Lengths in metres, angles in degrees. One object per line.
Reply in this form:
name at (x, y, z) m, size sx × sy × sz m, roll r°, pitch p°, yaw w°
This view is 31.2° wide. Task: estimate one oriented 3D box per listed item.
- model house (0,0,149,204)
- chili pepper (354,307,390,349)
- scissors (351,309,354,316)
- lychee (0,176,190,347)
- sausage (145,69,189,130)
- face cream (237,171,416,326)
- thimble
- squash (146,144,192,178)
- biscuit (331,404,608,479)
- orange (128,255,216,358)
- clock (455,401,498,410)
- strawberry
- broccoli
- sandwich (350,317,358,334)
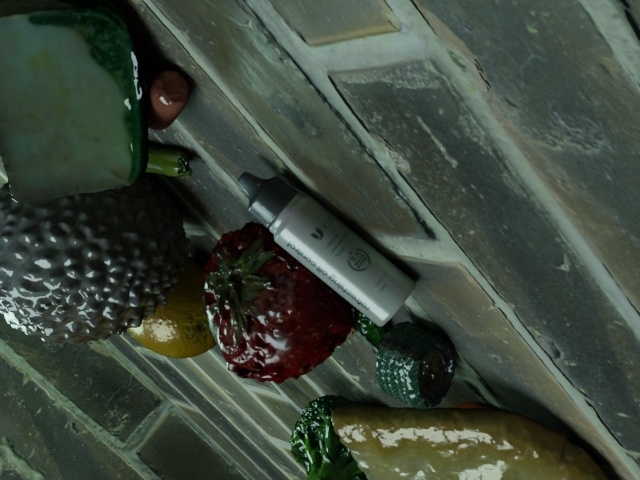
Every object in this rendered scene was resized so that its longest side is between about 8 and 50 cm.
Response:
model house at (-0.409, -0.255, 1.749) m, size 0.284 × 0.243 × 0.298 m, roll -123°, pitch 25°, yaw -55°
chili pepper at (0.116, 0.170, 1.962) m, size 0.182 × 0.050 × 0.073 m, roll 43°, pitch 154°, yaw -18°
scissors at (-0.044, 0.069, 2.053) m, size 0.256 × 0.030 × 0.125 m, roll 34°, pitch 157°, yaw 19°
lychee at (-0.449, 0.021, 2.166) m, size 0.432 × 0.380 × 0.380 m, roll 7°, pitch 146°, yaw 27°
sausage at (-0.238, -0.211, 1.738) m, size 0.062 × 0.062 × 0.154 m, roll 42°, pitch 160°, yaw -7°
face cream at (0.000, 0.000, 1.736) m, size 0.311 × 0.092 × 0.092 m, roll 40°, pitch 161°, yaw 1°
thimble at (0.156, 0.204, 1.864) m, size 0.090 × 0.118 × 0.135 m, roll 17°, pitch 136°, yaw 37°
squash at (-0.272, -0.138, 1.981) m, size 0.183 × 0.052 × 0.052 m, roll 11°, pitch 146°, yaw 51°
biscuit at (0.288, 0.437, 1.959) m, size 0.446 × 0.104 × 0.429 m, roll -5°, pitch 129°, yaw 34°
orange at (-0.297, 0.137, 2.384) m, size 0.236 × 0.236 × 0.236 m, roll 34°, pitch 160°, yaw 14°
clock at (0.319, 0.360, 2.014) m, size 0.205 × 0.051 × 0.205 m, roll 35°, pitch 159°, yaw 15°
strawberry at (-0.064, 0.107, 1.916) m, size 0.220 × 0.274 × 0.274 m, roll 12°, pitch -175°, yaw -45°
broccoli at (0.049, 0.470, 2.423) m, size 0.298 × 0.297 × 0.297 m, roll 12°, pitch 121°, yaw 20°
sandwich at (0.026, 0.139, 2.085) m, size 0.067 × 0.029 × 0.135 m, roll 43°, pitch 160°, yaw -28°
